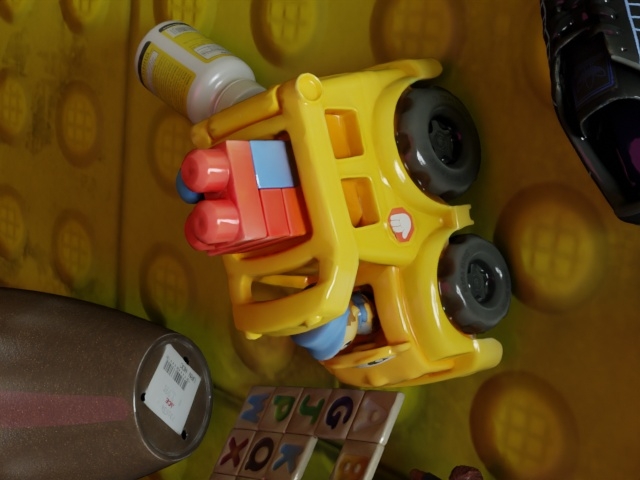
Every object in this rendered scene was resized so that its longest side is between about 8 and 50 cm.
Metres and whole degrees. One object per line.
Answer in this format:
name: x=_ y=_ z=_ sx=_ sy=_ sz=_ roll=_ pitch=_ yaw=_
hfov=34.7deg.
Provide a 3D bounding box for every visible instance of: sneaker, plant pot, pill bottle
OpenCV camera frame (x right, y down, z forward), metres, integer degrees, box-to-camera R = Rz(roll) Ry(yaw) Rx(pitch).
sneaker: x=0.162 y=-0.116 z=0.567 sx=0.081 sy=0.090 sz=0.232 roll=-30 pitch=76 yaw=42
plant pot: x=-0.219 y=0.139 z=0.912 sx=0.230 sy=0.215 sz=0.215 roll=-6 pitch=92 yaw=30
pill bottle: x=-0.093 y=-0.127 z=0.827 sx=0.116 sy=0.065 sz=0.065 roll=38 pitch=120 yaw=34

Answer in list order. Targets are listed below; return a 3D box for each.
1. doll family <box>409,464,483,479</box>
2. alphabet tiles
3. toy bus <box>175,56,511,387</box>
doll family: x=0.110 y=0.234 z=0.677 sx=0.193 sy=0.076 sz=0.111 roll=41 pitch=142 yaw=26
alphabet tiles: x=-0.045 y=0.214 z=0.748 sx=0.198 sy=0.009 sz=0.237 roll=-9 pitch=50 yaw=54
toy bus: x=0.000 y=0.000 z=0.658 sx=0.149 sy=0.211 sz=0.220 roll=-16 pitch=86 yaw=42
